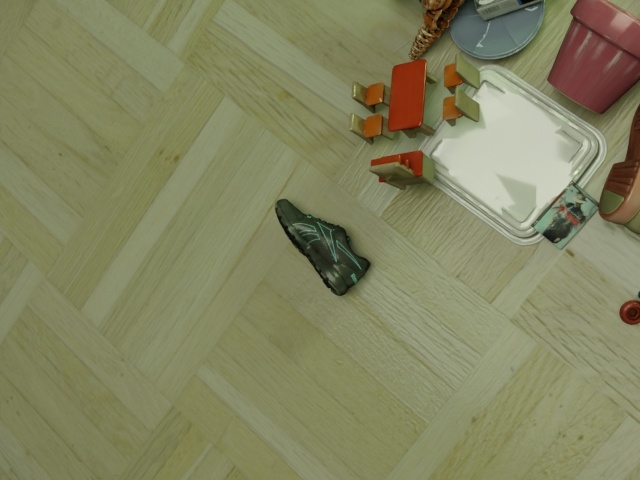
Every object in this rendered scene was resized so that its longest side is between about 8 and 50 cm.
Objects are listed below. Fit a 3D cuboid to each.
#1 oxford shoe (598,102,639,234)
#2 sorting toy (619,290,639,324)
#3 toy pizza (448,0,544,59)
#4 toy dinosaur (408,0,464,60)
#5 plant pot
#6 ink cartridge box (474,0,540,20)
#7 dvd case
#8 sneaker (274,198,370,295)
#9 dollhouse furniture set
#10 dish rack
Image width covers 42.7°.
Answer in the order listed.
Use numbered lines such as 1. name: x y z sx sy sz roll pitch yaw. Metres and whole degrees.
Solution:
1. oxford shoe: 0.673 -0.190 1.547 0.147 0.140 0.397 27 92 -9
2. sorting toy: 0.625 0.126 1.576 0.102 0.042 0.061 -10 98 10
3. toy pizza: 0.368 -0.473 1.717 0.201 0.032 0.201 -4 80 22
4. toy dinosaur: 0.228 -0.533 1.686 0.218 0.164 0.322 46 115 36
5. plant pot: 0.538 -0.351 1.567 0.201 0.201 0.180 41 117 19
6. ink cartridge box: 0.376 -0.635 1.685 0.165 0.065 0.332 -16 73 25
7. dvd case: 0.487 -0.050 1.624 0.087 0.013 0.119 35 102 -23
8. sneaker: 0.000 0.000 1.820 0.106 0.101 0.267 -37 72 -7
9. dollhouse furniture set: 0.174 -0.246 1.671 0.262 0.135 0.259 -7 71 37
10. dish rack: 0.378 -0.182 1.678 0.333 0.072 0.285 39 100 19
